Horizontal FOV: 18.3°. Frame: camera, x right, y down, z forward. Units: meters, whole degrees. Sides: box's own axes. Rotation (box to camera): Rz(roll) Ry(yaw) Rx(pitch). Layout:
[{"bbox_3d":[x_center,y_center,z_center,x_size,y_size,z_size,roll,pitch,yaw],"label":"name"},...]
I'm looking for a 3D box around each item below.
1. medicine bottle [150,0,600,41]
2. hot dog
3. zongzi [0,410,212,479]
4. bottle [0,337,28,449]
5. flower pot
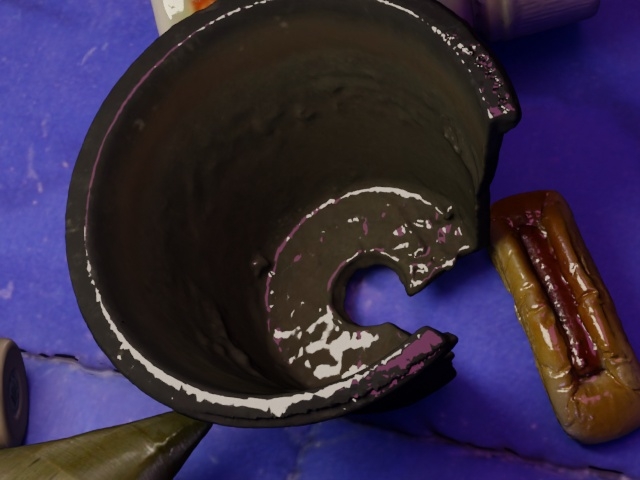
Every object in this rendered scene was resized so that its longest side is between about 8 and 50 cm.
[{"bbox_3d":[0.041,-0.249,1.782,0.388,0.219,0.219,-15,62,-2],"label":"medicine bottle"},{"bbox_3d":[0.206,0.055,1.684,0.084,0.073,0.242,-20,61,2],"label":"hot dog"},{"bbox_3d":[-0.298,0.198,1.614,0.323,0.160,0.360,33,73,17],"label":"zongzi"},{"bbox_3d":[-0.362,0.140,1.690,0.209,0.097,0.110,-4,29,5],"label":"bottle"},{"bbox_3d":[0.000,0.000,1.620,0.379,0.251,0.379,-6,68,16],"label":"flower pot"}]
